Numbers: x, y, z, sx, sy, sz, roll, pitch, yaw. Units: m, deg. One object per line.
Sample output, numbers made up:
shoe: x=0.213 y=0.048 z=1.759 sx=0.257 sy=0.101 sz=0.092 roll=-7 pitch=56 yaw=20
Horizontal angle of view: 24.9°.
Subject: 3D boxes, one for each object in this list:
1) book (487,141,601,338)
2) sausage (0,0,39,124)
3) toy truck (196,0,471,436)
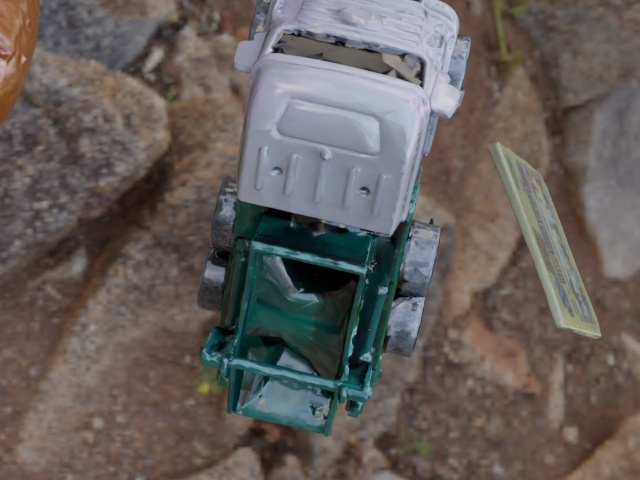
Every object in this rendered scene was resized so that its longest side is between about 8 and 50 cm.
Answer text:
book: x=0.202 y=0.005 z=1.292 sx=0.192 sy=0.013 sz=0.168 roll=17 pitch=52 yaw=-69
sausage: x=-0.280 y=-0.159 z=1.035 sx=0.153 sy=0.141 sz=0.268 roll=34 pitch=28 yaw=-28
toy truck: x=0.000 y=0.000 z=0.646 sx=0.116 sy=0.110 sz=0.216 roll=-75 pitch=177 yaw=-53
